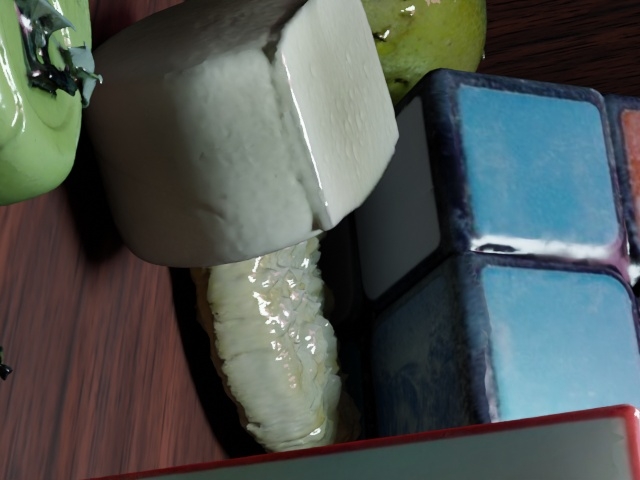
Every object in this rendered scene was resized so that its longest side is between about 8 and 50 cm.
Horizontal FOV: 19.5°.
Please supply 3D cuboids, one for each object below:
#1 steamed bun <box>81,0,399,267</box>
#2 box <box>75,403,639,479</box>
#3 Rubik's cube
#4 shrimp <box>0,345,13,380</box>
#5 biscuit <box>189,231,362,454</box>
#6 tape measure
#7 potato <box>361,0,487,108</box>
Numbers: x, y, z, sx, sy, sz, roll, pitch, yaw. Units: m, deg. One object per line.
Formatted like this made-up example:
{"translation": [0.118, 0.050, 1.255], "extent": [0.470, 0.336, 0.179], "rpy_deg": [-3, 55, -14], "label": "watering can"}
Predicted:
{"translation": [-0.058, -0.076, 1.166], "extent": [0.241, 0.164, 0.146], "rpy_deg": [-54, 131, -66], "label": "steamed bun"}
{"translation": [0.027, 0.293, 0.887], "extent": [0.300, 0.314, 0.312], "rpy_deg": [67, 17, -57], "label": "box"}
{"translation": [0.168, 0.078, 1.498], "extent": [0.313, 0.316, 0.318], "rpy_deg": [136, -47, -55], "label": "Rubik's cube"}
{"translation": [-0.173, 0.017, 0.825], "extent": [0.161, 0.034, 0.091], "rpy_deg": [69, 6, -64], "label": "shrimp"}
{"translation": [-0.048, 0.026, 1.344], "extent": [0.179, 0.084, 0.281], "rpy_deg": [2, 76, -74], "label": "biscuit"}
{"translation": [-0.161, -0.091, 0.873], "extent": [0.177, 0.088, 0.154], "rpy_deg": [37, 44, -70], "label": "tape measure"}
{"translation": [0.006, -0.259, 1.542], "extent": [0.269, 0.219, 0.359], "rpy_deg": [77, 0, -67], "label": "potato"}
